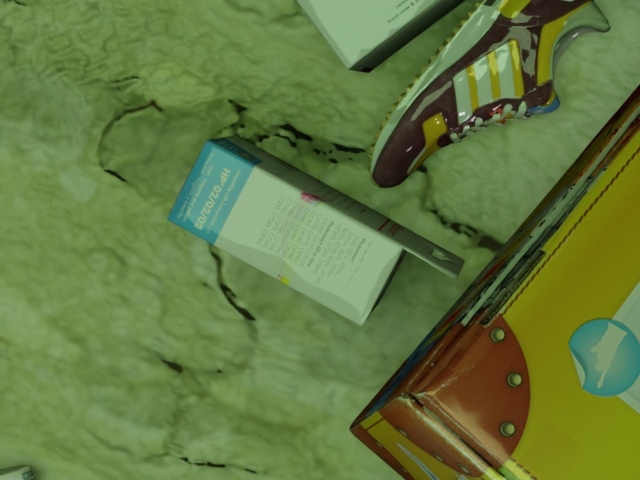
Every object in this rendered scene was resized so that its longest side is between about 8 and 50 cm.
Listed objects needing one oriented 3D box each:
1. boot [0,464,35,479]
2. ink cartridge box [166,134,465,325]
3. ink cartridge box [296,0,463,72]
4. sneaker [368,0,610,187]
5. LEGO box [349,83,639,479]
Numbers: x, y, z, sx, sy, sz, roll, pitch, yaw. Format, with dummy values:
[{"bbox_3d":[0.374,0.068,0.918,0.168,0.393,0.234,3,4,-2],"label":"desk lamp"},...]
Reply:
[{"bbox_3d":[-0.285,0.220,1.240,0.190,0.069,0.086,-13,91,7],"label":"boot"},{"bbox_3d":[0.000,0.000,1.165,0.181,0.104,0.062,28,99,4],"label":"ink cartridge box"},{"bbox_3d":[0.021,-0.214,1.131,0.127,0.128,0.176,-36,89,9],"label":"ink cartridge box"},{"bbox_3d":[0.109,-0.095,1.160,0.084,0.069,0.185,39,100,5],"label":"sneaker"},{"bbox_3d":[0.332,0.128,1.031,0.500,0.193,0.372,41,77,2],"label":"LEGO box"}]
